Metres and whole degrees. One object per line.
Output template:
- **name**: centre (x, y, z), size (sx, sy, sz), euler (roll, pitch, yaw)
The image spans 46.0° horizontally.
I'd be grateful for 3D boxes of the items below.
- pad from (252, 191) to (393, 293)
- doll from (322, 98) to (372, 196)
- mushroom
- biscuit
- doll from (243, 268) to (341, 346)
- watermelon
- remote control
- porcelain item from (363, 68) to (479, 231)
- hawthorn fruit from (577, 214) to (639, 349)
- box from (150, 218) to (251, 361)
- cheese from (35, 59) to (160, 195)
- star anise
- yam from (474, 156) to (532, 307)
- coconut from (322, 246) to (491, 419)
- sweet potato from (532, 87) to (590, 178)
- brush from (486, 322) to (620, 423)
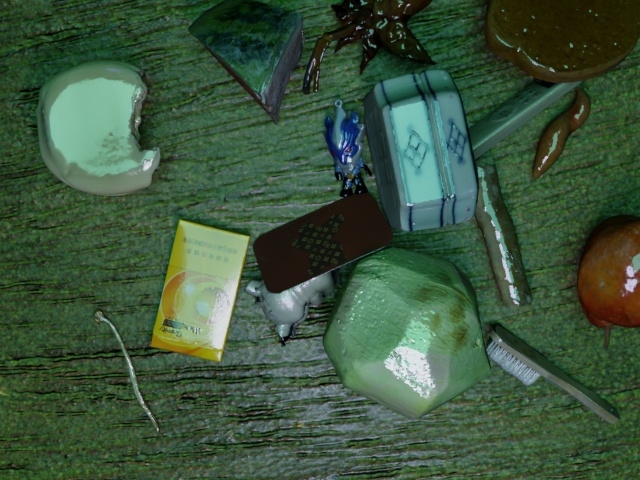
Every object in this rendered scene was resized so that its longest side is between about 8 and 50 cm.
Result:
- **pad**: centre (0.000, 0.000, 1.488), size (0.267, 0.181, 0.004), euler (-25, 133, 1)
- **doll**: centre (0.052, -0.187, 1.516), size (0.095, 0.070, 0.195), euler (-6, 98, 31)
- **mushroom**: centre (-0.395, 0.270, 1.564), size (0.028, 0.026, 0.286), euler (-26, 95, 17)
- **biscuit**: centre (0.469, -0.494, 1.466), size (0.358, 0.074, 0.381), euler (-14, 77, -10)
- **doll**: centre (-0.050, 0.100, 1.518), size (0.192, 0.095, 0.149), euler (-41, 95, -1)
- **watermelon**: centre (-0.132, -0.351, 1.445), size (0.231, 0.310, 0.193), euler (19, 94, -40)
- **remote control**: centre (0.389, -0.254, 1.503), size (0.309, 0.090, 0.038), euler (-35, 114, 2)
- **porcelain item**: centre (0.186, -0.164, 1.407), size (0.157, 0.286, 0.282), euler (-11, 92, -2)
- **hawthorn fruit**: centre (0.595, 0.084, 1.469), size (0.210, 0.210, 0.262), euler (25, 100, -2)
- **box**: centre (-0.246, 0.102, 1.542), size (0.152, 0.043, 0.269), euler (13, 93, -1)
- **cheese**: centre (-0.425, -0.220, 1.478), size (0.233, 0.127, 0.266), euler (-2, 95, 0)
- **star anise**: centre (0.096, -0.397, 1.462), size (0.346, 0.148, 0.237), euler (-37, 91, -8)
- **yam**: centre (0.359, -0.015, 1.526), size (0.071, 0.067, 0.318), euler (-20, 95, -41)
- **coconut**: centre (0.178, 0.180, 1.438), size (0.328, 0.281, 0.329), euler (6, 58, -10)
- **sweet potato**: centre (0.482, -0.215, 1.520), size (0.055, 0.058, 0.202), euler (35, 94, 18)
- **brush**: centre (0.472, 0.289, 1.553), size (0.327, 0.070, 0.065), euler (34, 111, -4)
